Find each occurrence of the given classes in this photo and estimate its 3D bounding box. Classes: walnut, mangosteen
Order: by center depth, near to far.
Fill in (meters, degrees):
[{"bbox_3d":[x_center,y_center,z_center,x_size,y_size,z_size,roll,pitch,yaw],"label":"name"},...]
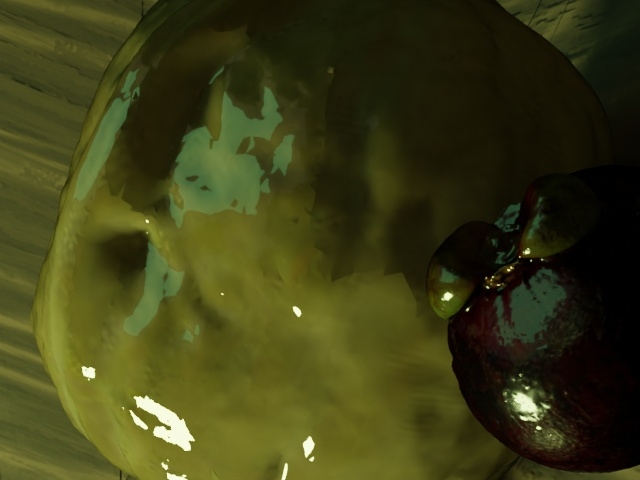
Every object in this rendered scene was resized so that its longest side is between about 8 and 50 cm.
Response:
[{"bbox_3d":[0.121,0.032,0.755,0.152,0.152,0.152,-157,90,-80],"label":"mangosteen"},{"bbox_3d":[0.000,0.000,0.976,0.381,0.381,0.381,-157,90,-80],"label":"walnut"}]
